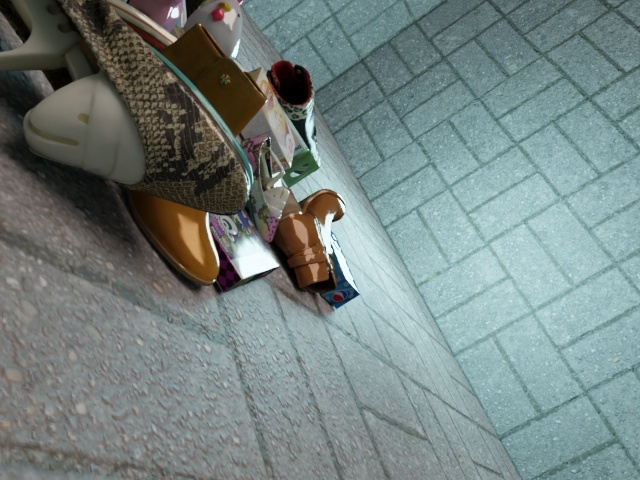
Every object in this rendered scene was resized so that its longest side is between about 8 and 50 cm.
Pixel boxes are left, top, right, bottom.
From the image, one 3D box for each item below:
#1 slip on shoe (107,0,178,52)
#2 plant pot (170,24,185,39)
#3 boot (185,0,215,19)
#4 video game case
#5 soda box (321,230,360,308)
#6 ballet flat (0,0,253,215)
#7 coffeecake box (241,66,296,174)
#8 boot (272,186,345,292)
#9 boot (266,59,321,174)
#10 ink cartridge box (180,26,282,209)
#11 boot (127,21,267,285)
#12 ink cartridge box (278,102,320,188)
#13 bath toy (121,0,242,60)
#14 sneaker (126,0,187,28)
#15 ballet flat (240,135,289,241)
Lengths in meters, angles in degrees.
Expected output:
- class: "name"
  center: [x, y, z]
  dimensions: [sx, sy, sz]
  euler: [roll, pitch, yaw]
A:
- class: "slip on shoe"
  center: [-0.286, -0.301, 0.981]
  dimensions: [0.331, 0.101, 0.123]
  euler: [35, 0, -31]
- class: "plant pot"
  center: [-0.284, -0.342, 1.103]
  dimensions: [0.109, 0.096, 0.109]
  euler: [59, 12, 11]
- class: "boot"
  center: [-0.293, -0.587, 1.454]
  dimensions: [0.089, 0.236, 0.269]
  euler: [32, 19, -7]
- class: "video game case"
  center: [-0.163, -0.037, 0.925]
  dimensions: [0.232, 0.042, 0.210]
  euler: [58, 10, 4]
- class: "soda box"
  center: [0.020, 0.053, 1.372]
  dimensions: [0.071, 0.067, 0.210]
  euler: [47, 15, -41]
- class: "ballet flat"
  center: [-0.274, -0.197, 0.623]
  dimensions: [0.182, 0.164, 0.483]
  euler: [-37, 94, -40]
- class: "coffeecake box"
  center: [-0.123, -0.253, 1.267]
  dimensions: [0.142, 0.068, 0.185]
  euler: [-86, 155, -56]
- class: "boot"
  center: [0.000, 0.000, 1.273]
  dimensions: [0.283, 0.109, 0.220]
  euler: [7, 55, -62]
- class: "boot"
  center: [-0.097, -0.416, 1.767]
  dimensions: [0.284, 0.138, 0.377]
  euler: [84, -11, -59]
- class: "ink cartridge box"
  center: [-0.193, -0.223, 1.287]
  dimensions: [0.308, 0.091, 0.385]
  euler: [25, 51, -70]
- class: "boot"
  center: [-0.149, -0.113, 0.757]
  dimensions: [0.295, 0.211, 0.104]
  euler: [58, 12, 5]
- class: "ink cartridge box"
  center: [-0.105, -0.252, 1.569]
  dimensions: [0.209, 0.109, 0.062]
  euler: [58, 12, 1]
- class: "bath toy"
  center: [-0.274, -0.429, 0.983]
  dimensions: [0.348, 0.129, 0.151]
  euler: [32, 1, -7]
- class: "sneaker"
  center: [-0.359, -0.551, 1.183]
  dimensions: [0.178, 0.123, 0.296]
  euler: [5, 75, -76]
- class: "ballet flat"
  center: [-0.103, -0.109, 1.147]
  dimensions: [0.077, 0.079, 0.221]
  euler: [35, 39, -64]
